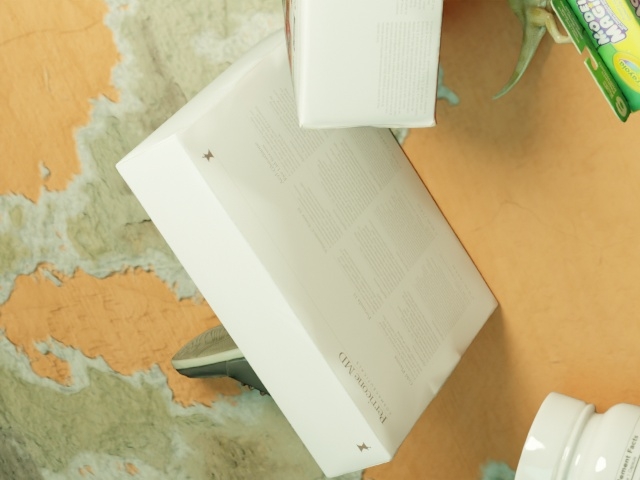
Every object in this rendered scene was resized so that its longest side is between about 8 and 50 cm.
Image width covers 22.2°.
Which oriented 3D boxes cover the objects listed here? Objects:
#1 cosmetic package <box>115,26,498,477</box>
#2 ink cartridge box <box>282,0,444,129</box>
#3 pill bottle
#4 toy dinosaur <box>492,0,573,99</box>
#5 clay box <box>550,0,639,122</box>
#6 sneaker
[{"bbox_3d":[0.000,0.000,1.630,0.097,0.284,0.377,-23,106,37],"label":"cosmetic package"},{"bbox_3d":[0.034,-0.301,1.490,0.130,0.272,0.309,-2,124,-6],"label":"ink cartridge box"},{"bbox_3d":[0.353,0.262,1.685,0.283,0.160,0.160,18,126,19],"label":"pill bottle"},{"bbox_3d":[0.211,-0.217,1.540,0.092,0.053,0.183,20,121,36],"label":"toy dinosaur"},{"bbox_3d":[0.276,-0.202,1.390,0.053,0.222,0.127,-24,107,37],"label":"clay box"},{"bbox_3d":[-0.067,0.158,1.898,0.222,0.083,0.118,-11,114,32],"label":"sneaker"}]
